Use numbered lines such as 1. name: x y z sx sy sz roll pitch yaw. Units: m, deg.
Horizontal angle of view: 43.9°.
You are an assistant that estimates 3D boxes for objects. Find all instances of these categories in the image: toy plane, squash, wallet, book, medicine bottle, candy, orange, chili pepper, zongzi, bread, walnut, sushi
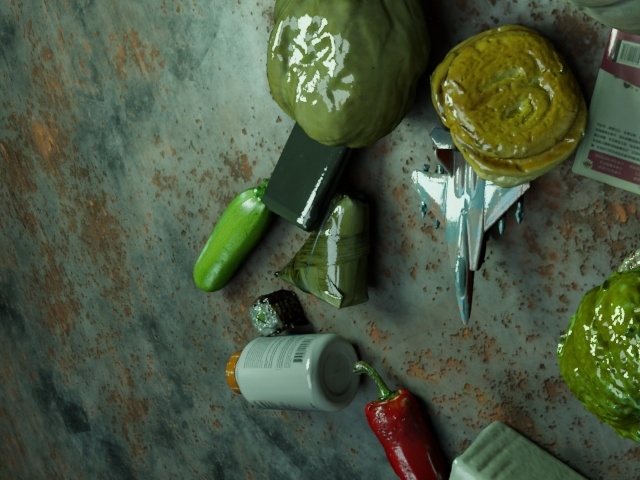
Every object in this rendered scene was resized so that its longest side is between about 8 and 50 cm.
1. toy plane: 0.247 -0.024 1.313 0.223 0.104 0.326 5 106 40
2. squash: -0.180 -0.010 1.690 0.101 0.101 0.378 51 135 13
3. wallet: -0.014 -0.150 1.476 0.168 0.052 0.245 35 104 45
4. book: 0.463 -0.180 1.129 0.162 0.022 0.232 26 122 34
5. medicine bottle: -0.069 0.276 1.666 0.289 0.157 0.157 -8 101 42
6. candy: 0.382 0.475 1.331 0.359 0.208 0.145 32 119 28
7. orange: 0.470 0.167 1.081 0.300 0.223 0.301 39 139 -19
8. chili pepper: 0.174 0.406 1.543 0.110 0.110 0.387 -26 89 43
9. zongzi: 0.000 0.000 1.543 0.242 0.112 0.221 20 107 48
10. bread: 0.280 -0.205 1.176 0.198 0.120 0.236 -30 84 4
11. walnut: 0.038 -0.302 1.286 0.282 0.253 0.277 37 126 23
12. sushi: -0.093 0.159 1.691 0.094 0.084 0.098 -35 78 41

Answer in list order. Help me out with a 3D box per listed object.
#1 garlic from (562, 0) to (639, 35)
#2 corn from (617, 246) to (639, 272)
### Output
1. garlic: 0.413 -0.395 1.027 0.292 0.210 0.237 -40 42 41
2. corn: 0.523 -0.005 1.115 0.079 0.079 0.237 50 127 14
